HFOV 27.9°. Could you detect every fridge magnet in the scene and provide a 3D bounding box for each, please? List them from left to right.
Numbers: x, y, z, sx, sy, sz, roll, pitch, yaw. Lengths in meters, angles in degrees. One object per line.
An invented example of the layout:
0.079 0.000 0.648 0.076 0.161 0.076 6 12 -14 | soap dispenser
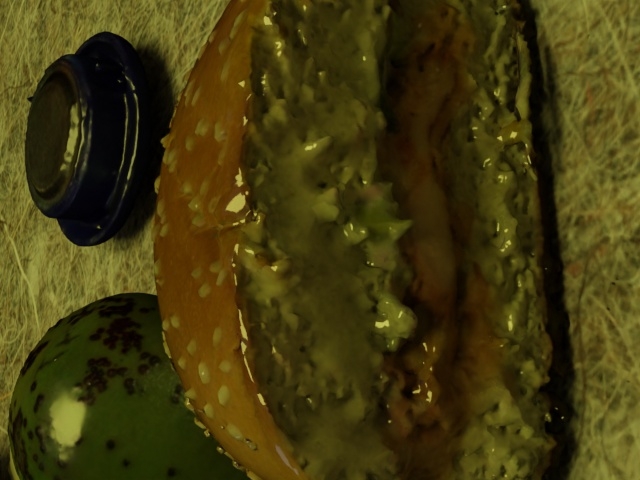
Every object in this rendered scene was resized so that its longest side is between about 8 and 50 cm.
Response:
-0.284 -0.124 1.578 0.265 0.112 0.265 -9 79 56 | fridge magnet

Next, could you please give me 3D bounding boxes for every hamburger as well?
0.000 0.000 0.984 0.287 0.268 0.446 -28 62 57 | hamburger

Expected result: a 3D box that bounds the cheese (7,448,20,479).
-0.255 0.232 1.461 0.266 0.127 0.233 52 124 44 | cheese

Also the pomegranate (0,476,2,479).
-0.543 0.402 1.787 0.260 0.260 0.260 -15 72 56 | pomegranate

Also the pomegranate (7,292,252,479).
-0.119 0.137 1.179 0.341 0.285 0.285 -54 29 -16 | pomegranate
